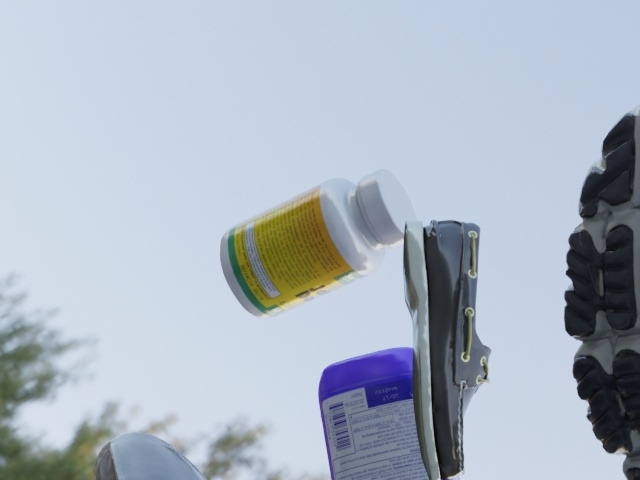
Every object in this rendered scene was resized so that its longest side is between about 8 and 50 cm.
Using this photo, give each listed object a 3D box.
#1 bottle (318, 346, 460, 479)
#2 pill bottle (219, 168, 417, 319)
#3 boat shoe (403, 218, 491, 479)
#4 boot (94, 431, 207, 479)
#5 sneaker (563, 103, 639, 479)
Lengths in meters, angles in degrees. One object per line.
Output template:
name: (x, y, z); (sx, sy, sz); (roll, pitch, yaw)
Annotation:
bottle: (0.074, 0.245, 1.221); (0.118, 0.092, 0.283); (-17, -110, 17)
pill bottle: (0.000, 0.000, 1.494); (0.208, 0.117, 0.118); (-25, -84, 22)
boat shoe: (0.111, 0.091, 1.118); (0.081, 0.068, 0.228); (95, -8, -74)
boot: (-0.032, 0.178, 0.498); (0.190, 0.076, 0.208); (69, -15, -8)
sneaker: (0.170, 0.067, 0.444); (0.107, 0.110, 0.275); (-7, -65, 51)
